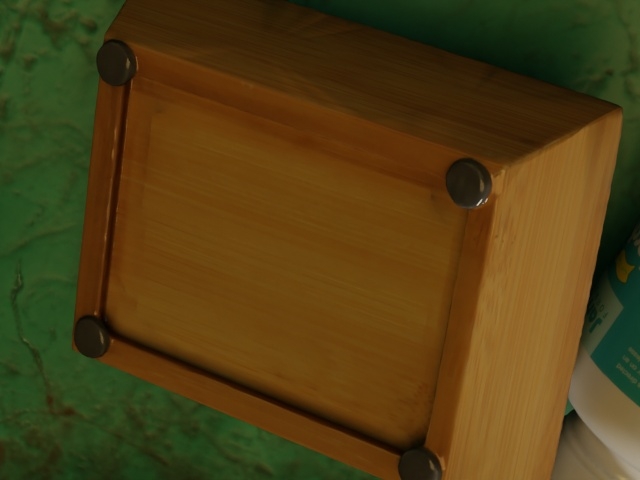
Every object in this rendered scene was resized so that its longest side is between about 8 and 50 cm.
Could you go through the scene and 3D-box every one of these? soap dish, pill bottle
[{"bbox_3d":[0.000,0.000,1.060,0.290,0.118,0.229,20,114,26],"label":"soap dish"},{"bbox_3d":[0.226,0.040,1.073,0.146,0.146,0.264,30,111,-3],"label":"pill bottle"}]
